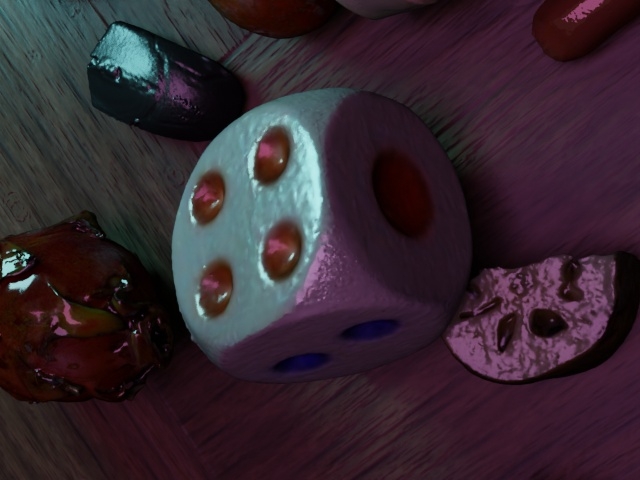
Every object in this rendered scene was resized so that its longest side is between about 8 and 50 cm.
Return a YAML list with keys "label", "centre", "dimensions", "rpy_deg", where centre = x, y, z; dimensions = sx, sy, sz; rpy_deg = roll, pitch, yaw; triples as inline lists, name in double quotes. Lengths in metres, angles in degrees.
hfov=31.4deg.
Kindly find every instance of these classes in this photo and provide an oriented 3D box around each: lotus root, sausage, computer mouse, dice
- label: "lotus root"
  centre: [0.243, 0.088, 1.261]
  dimensions: [0.234, 0.119, 0.138]
  rpy_deg: [-18, 82, 21]
- label: "sausage"
  centre: [0.316, -0.269, 1.227]
  dimensions: [0.194, 0.077, 0.077]
  rpy_deg: [-38, 80, 20]
- label: "computer mouse"
  centre: [-0.204, -0.196, 1.443]
  dimensions: [0.217, 0.073, 0.122]
  rpy_deg: [23, 103, 20]
- label: "dice"
  centre: [0.000, 0.000, 1.237]
  dimensions: [0.251, 0.243, 0.259]
  rpy_deg: [-30, 58, 38]

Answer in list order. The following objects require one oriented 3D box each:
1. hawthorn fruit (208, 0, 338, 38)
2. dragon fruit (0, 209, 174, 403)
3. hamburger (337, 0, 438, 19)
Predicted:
- label: "hawthorn fruit"
  centre: [-0.054, -0.317, 1.322]
  dimensions: [0.172, 0.173, 0.173]
  rpy_deg: [2, 95, 22]
- label: "dragon fruit"
  centre: [-0.325, 0.091, 1.438]
  dimensions: [0.315, 0.250, 0.250]
  rpy_deg: [-17, 88, 37]
- label: "hamburger"
  centre: [0.054, -0.387, 1.240]
  dimensions: [0.151, 0.227, 0.295]
  rpy_deg: [-22, 89, 35]
